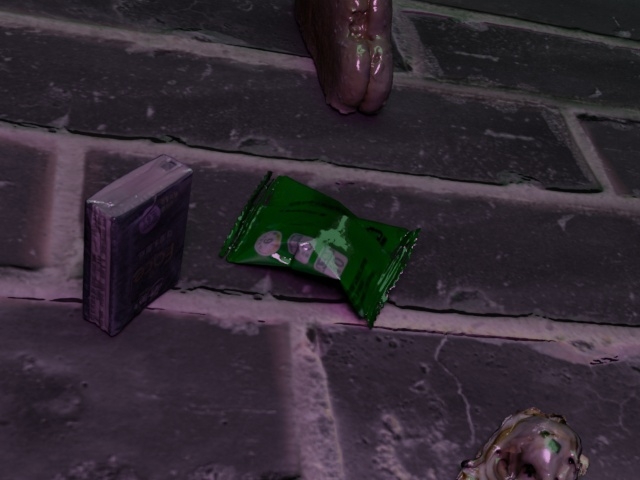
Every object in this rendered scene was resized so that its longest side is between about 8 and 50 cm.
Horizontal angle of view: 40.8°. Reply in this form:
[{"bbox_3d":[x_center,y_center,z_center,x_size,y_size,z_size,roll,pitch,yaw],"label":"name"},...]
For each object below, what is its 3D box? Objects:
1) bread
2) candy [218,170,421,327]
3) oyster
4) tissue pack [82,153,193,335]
[{"bbox_3d":[0.038,-0.345,1.292,0.102,0.183,0.337,-4,45,-13],"label":"bread"},{"bbox_3d":[0.001,-0.004,0.989,0.203,0.078,0.141,22,41,11],"label":"candy"},{"bbox_3d":[0.212,0.220,0.846,0.108,0.053,0.166,15,42,36],"label":"oyster"},{"bbox_3d":[-0.181,0.004,0.848,0.051,0.156,0.112,30,42,17],"label":"tissue pack"}]
